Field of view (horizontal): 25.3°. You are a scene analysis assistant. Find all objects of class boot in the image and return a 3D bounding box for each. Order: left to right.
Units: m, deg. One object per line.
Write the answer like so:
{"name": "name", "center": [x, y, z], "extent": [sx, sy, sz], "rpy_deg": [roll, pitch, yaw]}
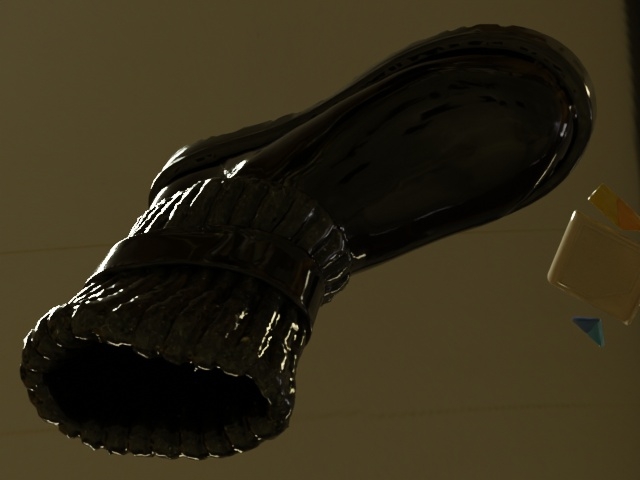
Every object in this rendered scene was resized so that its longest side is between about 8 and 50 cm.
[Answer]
{"name": "boot", "center": [0.001, 0.004, 0.889], "extent": [0.348, 0.260, 0.131], "rpy_deg": [-22, -70, 24]}

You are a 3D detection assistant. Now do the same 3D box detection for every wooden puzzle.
{"name": "wooden puzzle", "center": [0.207, 0.018, 1.039], "extent": [0.078, 0.014, 0.116], "rpy_deg": [37, -49, 16]}
